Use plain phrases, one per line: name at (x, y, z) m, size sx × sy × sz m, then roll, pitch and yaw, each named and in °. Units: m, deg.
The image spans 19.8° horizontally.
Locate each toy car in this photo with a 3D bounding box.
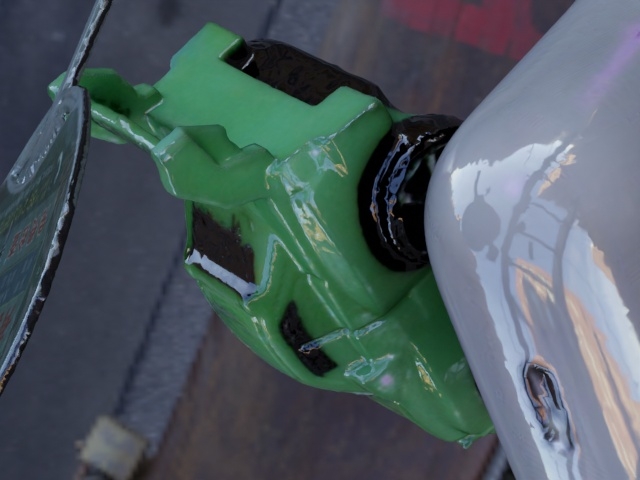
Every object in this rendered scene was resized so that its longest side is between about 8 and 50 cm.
toy car at (0.000, 0.000, 1.180) m, size 0.176 × 0.359 × 0.213 m, roll -42°, pitch 42°, yaw -16°

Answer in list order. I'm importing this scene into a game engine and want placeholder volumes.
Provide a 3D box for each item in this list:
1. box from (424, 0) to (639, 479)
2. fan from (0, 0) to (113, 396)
box at (0.195, 0.006, 1.077) m, size 0.141 × 0.349 × 0.289 m, roll -12°, pitch 111°, yaw 35°
fan at (-0.150, 0.000, 0.865) m, size 0.223 × 0.012 × 0.294 m, roll -52°, pitch 22°, yaw 37°
